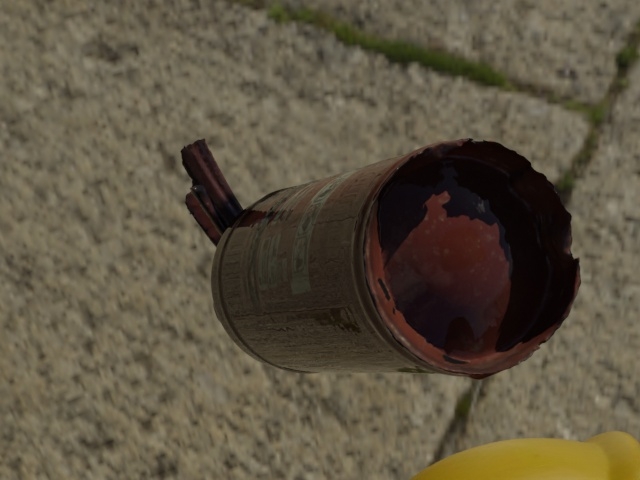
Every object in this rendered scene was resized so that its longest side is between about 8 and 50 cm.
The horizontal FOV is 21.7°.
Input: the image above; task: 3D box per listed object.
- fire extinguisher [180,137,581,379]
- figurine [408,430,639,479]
[{"bbox_3d":[0.000,0.000,0.871,0.106,0.337,0.147,-31,97,-20],"label":"fire extinguisher"},{"bbox_3d":[0.131,0.166,0.717,0.257,0.192,0.167,0,55,-17],"label":"figurine"}]
